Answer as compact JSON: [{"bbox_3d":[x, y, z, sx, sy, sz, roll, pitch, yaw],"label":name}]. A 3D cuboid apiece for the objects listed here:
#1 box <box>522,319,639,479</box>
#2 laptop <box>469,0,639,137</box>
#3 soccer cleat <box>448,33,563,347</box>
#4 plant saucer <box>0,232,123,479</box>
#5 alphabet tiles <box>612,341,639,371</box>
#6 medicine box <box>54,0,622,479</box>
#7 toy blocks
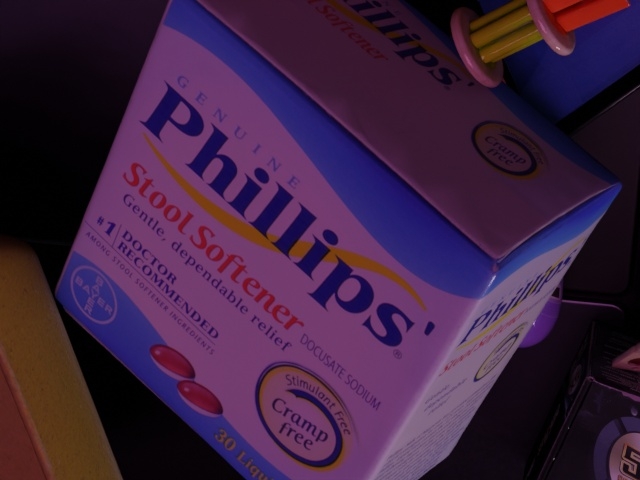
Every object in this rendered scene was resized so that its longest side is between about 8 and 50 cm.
[{"bbox_3d":[0.252,0.162,1.403,0.180,0.077,0.147,20,122,-1],"label":"box"},{"bbox_3d":[0.135,-0.232,1.152,0.234,0.136,0.264,-36,112,27],"label":"laptop"},{"bbox_3d":[0.115,-0.023,1.308,0.083,0.095,0.248,-2,119,14],"label":"soccer cleat"},{"bbox_3d":[-0.265,0.099,1.402,0.333,0.081,0.333,15,130,45],"label":"plant saucer"},{"bbox_3d":[0.341,0.075,1.284,0.237,0.009,0.198,10,159,-13],"label":"alphabet tiles"},{"bbox_3d":[0.000,0.000,1.236,0.263,0.149,0.289,42,134,16],"label":"medicine box"},{"bbox_3d":[0.136,-0.173,1.129,0.148,0.054,0.123,-25,91,27],"label":"toy blocks"}]
